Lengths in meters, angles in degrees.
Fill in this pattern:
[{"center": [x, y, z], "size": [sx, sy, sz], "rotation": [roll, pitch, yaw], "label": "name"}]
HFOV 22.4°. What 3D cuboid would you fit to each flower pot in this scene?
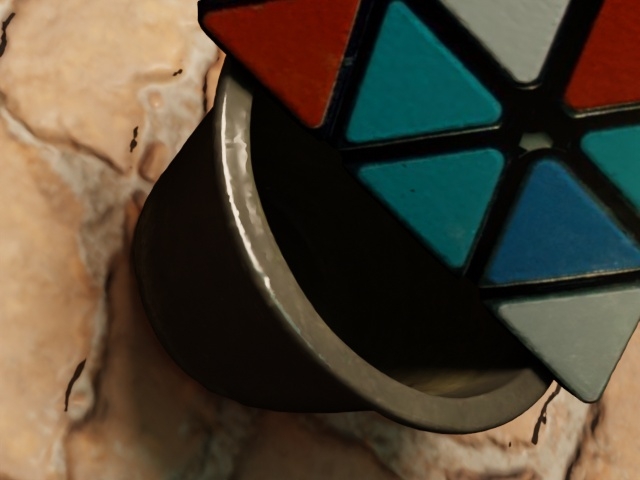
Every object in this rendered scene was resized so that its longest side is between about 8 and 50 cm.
[{"center": [0.000, 0.000, 0.827], "size": [0.235, 0.148, 0.235], "rotation": [20, 58, -36], "label": "flower pot"}]

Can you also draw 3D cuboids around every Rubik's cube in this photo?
[{"center": [0.083, -0.026, 0.761], "size": [0.250, 0.284, 0.234], "rotation": [-14, 103, -20], "label": "Rubik's cube"}]
